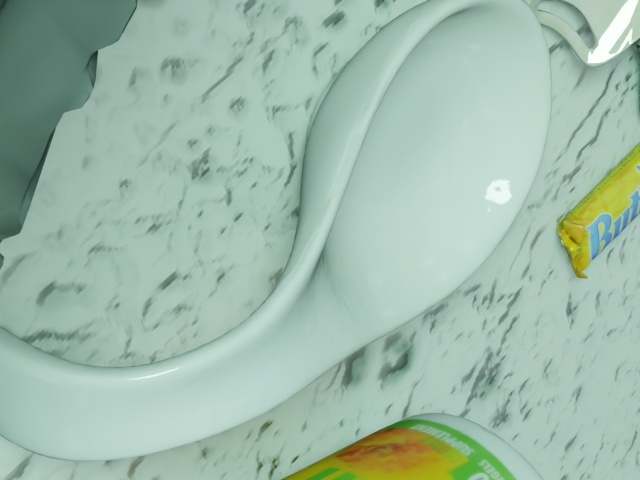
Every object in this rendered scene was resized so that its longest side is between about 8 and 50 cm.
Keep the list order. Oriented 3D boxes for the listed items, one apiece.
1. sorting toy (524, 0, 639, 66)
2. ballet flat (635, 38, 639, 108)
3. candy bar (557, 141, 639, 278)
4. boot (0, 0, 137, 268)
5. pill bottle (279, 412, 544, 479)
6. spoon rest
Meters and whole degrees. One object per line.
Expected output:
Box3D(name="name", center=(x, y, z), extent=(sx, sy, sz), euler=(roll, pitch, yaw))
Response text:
Box3D(name="sorting toy", center=(0.127, -0.117, 0.827), extent=(0.083, 0.045, 0.075), euler=(32, 104, -31))
Box3D(name="ballet flat", center=(0.168, -0.096, 0.884), extent=(0.041, 0.041, 0.114), euler=(-41, 138, -22))
Box3D(name="candy bar", center=(0.173, -0.041, 0.943), extent=(0.161, 0.018, 0.040), euler=(-42, 138, -22))
Box3D(name="boot", center=(-0.206, -0.169, 0.257), extent=(0.445, 0.146, 0.367), euler=(15, 109, -32))
Box3D(name="pill bottle", center=(-0.016, 0.175, 0.779), extent=(0.246, 0.136, 0.136), euler=(-22, 129, -38))
Box3D(name="spoon rest", center=(0.000, 0.000, 0.728), extent=(0.276, 0.084, 0.137), euler=(-34, 135, -27))
